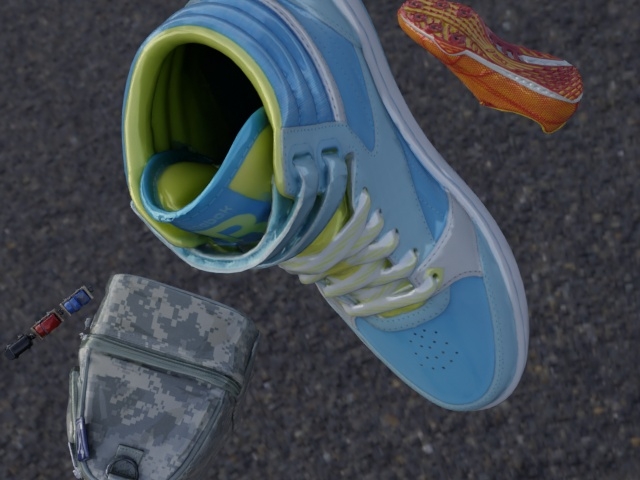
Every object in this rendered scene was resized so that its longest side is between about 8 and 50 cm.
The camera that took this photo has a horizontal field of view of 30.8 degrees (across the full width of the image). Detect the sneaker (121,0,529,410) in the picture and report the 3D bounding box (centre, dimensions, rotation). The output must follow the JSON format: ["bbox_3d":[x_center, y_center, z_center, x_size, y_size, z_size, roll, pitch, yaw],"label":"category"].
[{"bbox_3d":[0.000,0.000,0.642,0.127,0.319,0.208,-27,12,28],"label":"sneaker"}]

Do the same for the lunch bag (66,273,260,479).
[{"bbox_3d":[-0.207,0.213,1.443,0.212,0.305,0.256,16,69,-1],"label":"lunch bag"}]

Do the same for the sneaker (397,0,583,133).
[{"bbox_3d":[0.136,-0.147,0.989,0.175,0.067,0.064,35,52,11],"label":"sneaker"}]

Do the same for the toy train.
[{"bbox_3d":[-0.393,0.119,1.682,0.158,0.027,0.036,-39,10,-6],"label":"toy train"}]
